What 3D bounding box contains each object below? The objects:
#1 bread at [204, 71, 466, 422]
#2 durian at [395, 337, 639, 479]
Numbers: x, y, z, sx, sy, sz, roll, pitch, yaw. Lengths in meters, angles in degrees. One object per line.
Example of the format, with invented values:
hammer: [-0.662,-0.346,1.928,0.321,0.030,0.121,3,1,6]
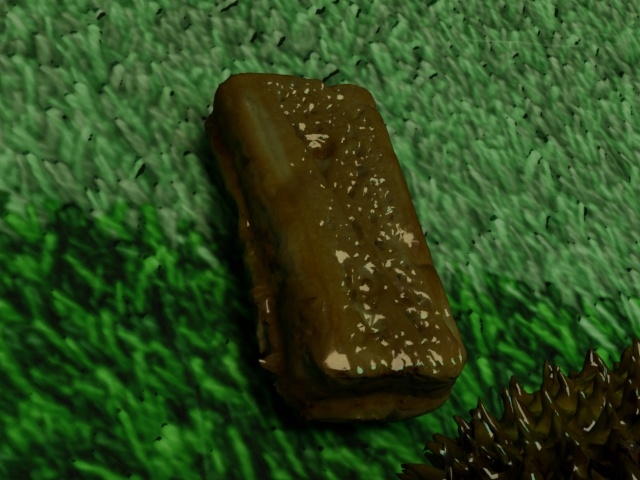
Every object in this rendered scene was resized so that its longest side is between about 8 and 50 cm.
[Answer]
bread: [0.001,-0.001,0.958,0.139,0.077,0.271,1,50,-26]
durian: [0.193,0.207,0.697,0.384,0.347,0.347,21,44,-8]
